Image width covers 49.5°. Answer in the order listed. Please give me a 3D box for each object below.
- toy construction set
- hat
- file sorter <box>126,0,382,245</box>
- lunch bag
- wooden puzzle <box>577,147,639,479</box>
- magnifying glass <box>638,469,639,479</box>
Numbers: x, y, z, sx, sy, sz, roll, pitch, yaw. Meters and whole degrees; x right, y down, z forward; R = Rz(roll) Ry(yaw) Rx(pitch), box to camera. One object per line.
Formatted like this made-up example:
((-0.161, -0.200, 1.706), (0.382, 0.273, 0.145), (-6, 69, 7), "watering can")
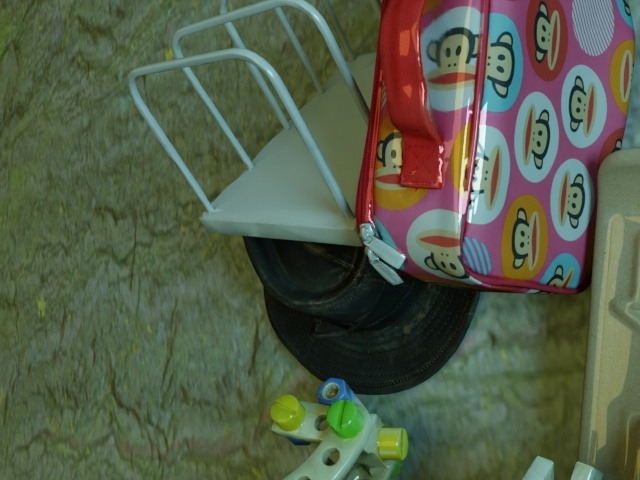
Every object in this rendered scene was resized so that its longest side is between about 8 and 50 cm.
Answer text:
((0.068, 0.233, 0.556), (0.327, 0.151, 0.215), (2, 50, 50), "toy construction set")
((0.000, 0.000, 0.712), (0.331, 0.133, 0.332), (-6, 81, 43), "hat")
((0.000, -0.155, 0.610), (0.192, 0.173, 0.278), (4, 46, 44), "file sorter")
((0.129, -0.106, 0.516), (0.120, 0.258, 0.294), (6, 88, 43), "lunch bag")
((0.330, 0.114, 0.429), (0.322, 0.080, 0.348), (3, 91, 44), "wooden puzzle")
((0.278, 0.105, 0.406), (0.092, 0.026, 0.231), (47, 119, 34), "magnifying glass")
